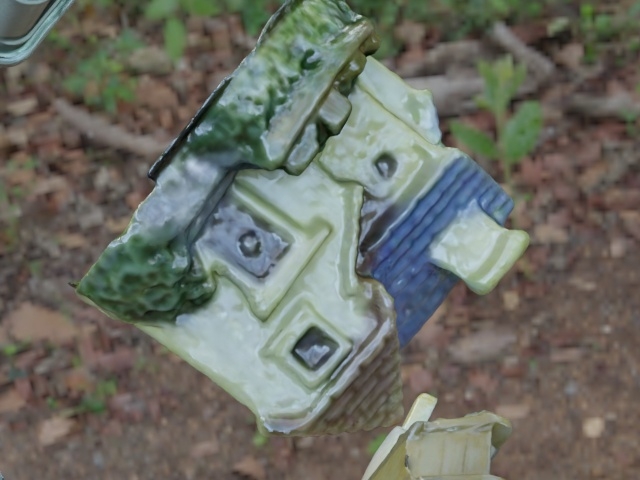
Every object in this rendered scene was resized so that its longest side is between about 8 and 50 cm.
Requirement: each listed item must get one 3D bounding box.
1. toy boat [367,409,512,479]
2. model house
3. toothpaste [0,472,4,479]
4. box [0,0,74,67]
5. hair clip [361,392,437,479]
[{"bbox_3d":[0.071,0.346,1.779,0.162,0.445,0.136,26,33,-14],"label":"toy boat"},{"bbox_3d":[0.000,0.000,1.340,0.321,0.266,0.261,-51,4,1],"label":"model house"},{"bbox_3d":[-0.500,0.205,1.929,0.313,0.089,0.071,28,66,10],"label":"toothpaste"},{"bbox_3d":[-0.371,-0.339,1.762,0.175,0.312,0.182,-55,13,-19],"label":"box"},{"bbox_3d":[0.096,0.251,1.961,0.071,0.159,0.218,27,7,9],"label":"hair clip"}]
